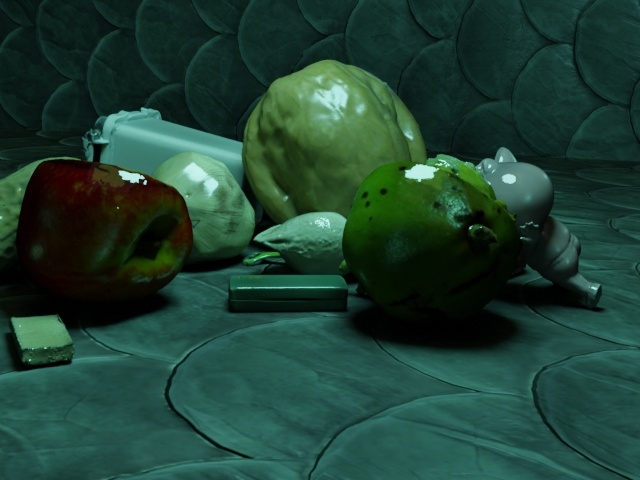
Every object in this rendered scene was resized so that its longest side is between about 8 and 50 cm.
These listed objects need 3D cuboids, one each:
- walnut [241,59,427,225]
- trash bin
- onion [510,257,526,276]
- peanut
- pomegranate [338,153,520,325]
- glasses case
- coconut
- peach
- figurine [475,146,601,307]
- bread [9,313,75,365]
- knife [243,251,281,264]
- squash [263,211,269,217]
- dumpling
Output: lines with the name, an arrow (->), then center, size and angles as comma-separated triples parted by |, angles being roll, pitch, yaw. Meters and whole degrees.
walnut -> 0.025, -0.168, 1.698 | 0.384, 0.383, 0.383 | 2, 13, 0
trash bin -> -0.317, -0.138, 1.857 | 0.368, 0.255, 0.296 | 13, 14, 13
onion -> 0.278, 0.011, 1.553 | 0.206, 0.098, 0.151 | -8, 18, -34
peanut -> -0.508, -0.044, 1.433 | 0.313, 0.152, 0.152 | -35, 28, -20
pomegranate -> 0.145, 0.011, 1.279 | 0.261, 0.260, 0.341 | -6, -16, -29
glasses case -> -0.052, 0.082, 1.330 | 0.184, 0.039, 0.078 | 0, 13, -7
coconut -> -0.231, -0.054, 1.555 | 0.224, 0.224, 0.224 | 2, 13, 0
peach -> -0.350, -0.019, 1.295 | 0.275, 0.248, 0.245 | 20, 61, 39
figurine -> 0.336, -0.005, 1.398 | 0.186, 0.287, 0.176 | -34, 18, 43
bread -> -0.370, 0.129, 1.116 | 0.068, 0.028, 0.154 | -4, 14, -26
knife -> -0.059, 0.036, 1.574 | 0.166, 0.022, 0.078 | 4, 18, 12
squash -> -0.122, -0.107, 1.994 | 0.123, 0.123, 0.187 | -11, 23, -43
dumpling -> -0.004, -0.001, 1.499 | 0.216, 0.126, 0.166 | -14, 21, 1
